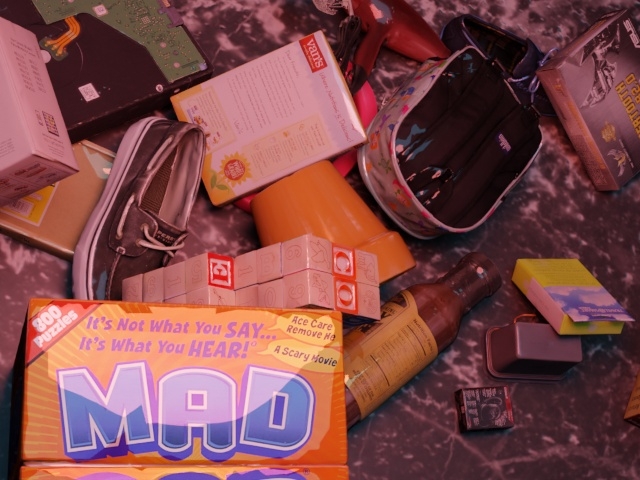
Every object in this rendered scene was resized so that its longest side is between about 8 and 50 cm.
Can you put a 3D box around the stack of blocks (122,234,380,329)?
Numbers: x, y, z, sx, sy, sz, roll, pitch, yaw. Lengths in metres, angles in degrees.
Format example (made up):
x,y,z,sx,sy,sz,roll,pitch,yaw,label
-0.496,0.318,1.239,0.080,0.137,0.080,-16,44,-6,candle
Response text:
x,y,z,sx,sy,sz,roll,pitch,yaw,label
-0.092,0.074,1.523,0.171,0.297,0.087,15,66,-45,stack of blocks

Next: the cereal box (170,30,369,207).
x,y,z,sx,sy,sz,roll,pitch,yaw,label
-0.071,-0.171,1.722,0.240,0.047,0.173,-22,83,6,cereal box

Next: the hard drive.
x,y,z,sx,sy,sz,roll,pitch,yaw,label
-0.352,-0.262,1.723,0.339,0.064,0.237,-28,77,-29,hard drive

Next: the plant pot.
x,y,z,sx,sy,sz,roll,pitch,yaw,label
0.000,0.000,1.682,0.205,0.205,0.188,-26,85,-23,plant pot

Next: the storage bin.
x,y,z,sx,sy,sz,roll,pitch,yaw,label
0.319,0.154,1.797,0.135,0.091,0.098,5,71,-16,storage bin

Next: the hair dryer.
x,y,z,sx,sy,sz,roll,pitch,yaw,label
0.073,-0.303,1.867,0.293,0.080,0.224,-2,70,-31,hair dryer

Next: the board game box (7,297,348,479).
x,y,z,sx,sy,sz,roll,pitch,yaw,label
-0.187,0.289,1.451,0.356,0.356,0.356,3,72,-16,board game box

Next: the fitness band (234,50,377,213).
x,y,z,sx,sy,sz,roll,pitch,yaw,label
-0.041,-0.163,1.818,0.209,0.054,0.291,41,67,-3,fitness band

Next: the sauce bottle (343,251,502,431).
x,y,z,sx,sy,sz,roll,pitch,yaw,label
0.119,0.137,1.734,0.344,0.111,0.111,-36,85,-26,sauce bottle

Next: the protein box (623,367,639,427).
x,y,z,sx,sy,sz,roll,pitch,yaw,label
0.583,0.190,1.804,0.136,0.200,0.201,28,67,-6,protein box

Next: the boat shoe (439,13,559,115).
x,y,z,sx,sy,sz,roll,pitch,yaw,label
0.312,-0.275,1.939,0.258,0.089,0.109,20,68,-10,boat shoe

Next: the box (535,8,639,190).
x,y,z,sx,sy,sz,roll,pitch,yaw,label
0.465,-0.224,1.942,0.183,0.056,0.231,-39,109,-25,box

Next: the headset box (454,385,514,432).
x,y,z,sx,sy,sz,roll,pitch,yaw,label
0.243,0.246,1.774,0.083,0.032,0.062,-2,73,-18,headset box

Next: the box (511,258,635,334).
x,y,z,sx,sy,sz,roll,pitch,yaw,label
0.373,0.086,1.801,0.109,0.042,0.178,0,29,-21,box

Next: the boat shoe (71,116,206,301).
x,y,z,sx,sy,sz,roll,pitch,yaw,label
-0.240,-0.018,1.640,0.121,0.119,0.335,26,70,-45,boat shoe

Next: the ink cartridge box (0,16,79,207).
x,y,z,sx,sy,sz,roll,pitch,yaw,label
-0.504,-0.160,1.553,0.309,0.130,0.272,-22,78,12,ink cartridge box

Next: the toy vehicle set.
x,y,z,sx,sy,sz,roll,pitch,yaw,label
-0.403,-0.083,1.687,0.267,0.035,0.166,24,67,-8,toy vehicle set

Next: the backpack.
x,y,z,sx,sy,sz,roll,pitch,yaw,label
0.175,-0.131,1.781,0.225,0.191,0.253,48,59,-19,backpack
